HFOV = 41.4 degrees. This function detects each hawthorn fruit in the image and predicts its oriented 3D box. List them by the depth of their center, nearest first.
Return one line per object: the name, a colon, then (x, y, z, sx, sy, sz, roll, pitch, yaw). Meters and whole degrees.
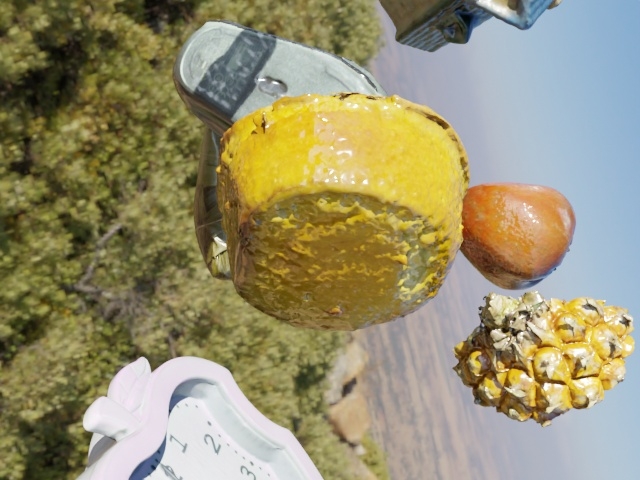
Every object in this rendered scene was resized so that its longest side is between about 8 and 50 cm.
hawthorn fruit: (0.312, -0.024, 1.479, 0.199, 0.251, 0.199, 24, 90, -87)

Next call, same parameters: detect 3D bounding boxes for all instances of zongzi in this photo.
zongzi: (-0.182, -0.080, 1.621, 0.274, 0.145, 0.300, -154, -130, -78)

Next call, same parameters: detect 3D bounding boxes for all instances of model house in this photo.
model house: (0.283, -0.534, 1.629, 0.343, 0.382, 0.334, 54, 46, -15)

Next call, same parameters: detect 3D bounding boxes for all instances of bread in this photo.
bread: (0.019, -0.026, 1.113, 0.358, 0.336, 0.204, 98, 0, -53)

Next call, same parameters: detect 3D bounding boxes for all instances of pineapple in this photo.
pineapple: (0.273, 0.144, 1.070, 0.164, 0.249, 0.140, 57, 22, -46)

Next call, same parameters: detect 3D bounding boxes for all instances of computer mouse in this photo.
computer mouse: (-0.059, -0.224, 1.337, 0.203, 0.374, 0.114, -60, 162, -5)

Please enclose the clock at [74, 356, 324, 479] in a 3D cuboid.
clock: (-0.111, 0.271, 0.784, 0.338, 0.102, 0.338, 43, 22, -21)
